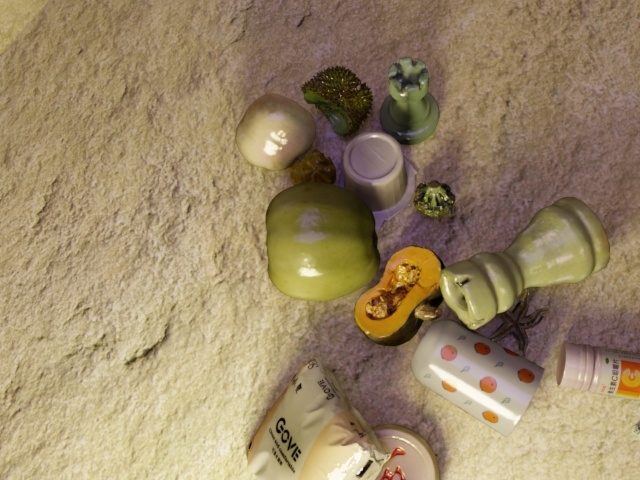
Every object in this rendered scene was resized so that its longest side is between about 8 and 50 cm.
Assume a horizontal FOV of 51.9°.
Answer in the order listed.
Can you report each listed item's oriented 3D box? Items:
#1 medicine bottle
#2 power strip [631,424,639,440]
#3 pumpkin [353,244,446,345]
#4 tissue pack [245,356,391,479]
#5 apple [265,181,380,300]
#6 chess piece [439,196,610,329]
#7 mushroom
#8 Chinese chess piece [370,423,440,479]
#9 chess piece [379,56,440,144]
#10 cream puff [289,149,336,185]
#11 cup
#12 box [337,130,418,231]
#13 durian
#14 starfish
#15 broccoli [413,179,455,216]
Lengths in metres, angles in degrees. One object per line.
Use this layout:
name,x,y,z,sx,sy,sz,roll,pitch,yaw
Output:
medicine bottle,0.786,0.359,1.799,0.250,0.133,0.133,9,75,11
power strip,0.887,0.531,1.782,0.083,0.035,0.055,33,80,14
pumpkin,0.253,0.177,1.921,0.222,0.139,0.317,36,78,24
tissue pack,-0.018,0.564,1.762,0.375,0.195,0.390,40,103,46
apple,0.000,0.000,1.916,0.357,0.357,0.357,-2,73,8
chess piece,0.559,0.074,1.825,0.442,0.234,0.234,-27,71,-13
mushroom,-0.141,-0.358,2.116,0.260,0.253,0.234,0,36,4
Chinese chess piece,0.195,0.644,1.813,0.273,0.102,0.273,-2,73,7
chess piece,0.272,-0.438,2.027,0.195,0.299,0.194,-2,73,8
cream puff,-0.024,-0.209,2.083,0.156,0.156,0.121,-14,70,4
cup,0.420,0.362,1.808,0.317,0.212,0.212,30,80,16
box,0.157,-0.194,2.019,0.263,0.206,0.291,8,72,11
durian,0.066,-0.458,2.116,0.176,0.200,0.237,-45,66,5
starfish,0.552,0.231,1.912,0.176,0.053,0.208,34,78,17
broccoli,0.349,-0.130,2.018,0.130,0.120,0.131,8,50,18
